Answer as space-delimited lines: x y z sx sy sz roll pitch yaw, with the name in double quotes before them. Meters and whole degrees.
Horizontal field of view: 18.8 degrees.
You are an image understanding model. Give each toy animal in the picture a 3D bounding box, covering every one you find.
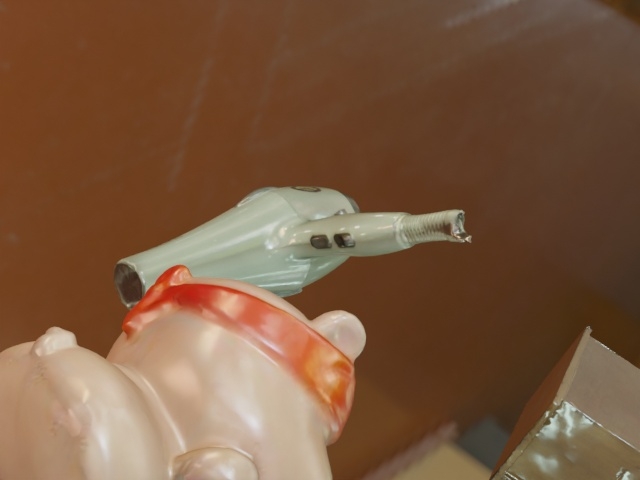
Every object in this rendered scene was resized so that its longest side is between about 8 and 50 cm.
"toy animal" -0.079 0.098 1.033 0.197 0.171 0.171 -18 140 -32

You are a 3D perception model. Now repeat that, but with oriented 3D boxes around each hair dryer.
"hair dryer" -0.037 0.009 1.501 0.229 0.092 0.267 -15 -175 -20

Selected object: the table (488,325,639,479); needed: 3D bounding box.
"table" 0.156 0.113 1.082 0.070 0.082 0.083 -58 177 34
